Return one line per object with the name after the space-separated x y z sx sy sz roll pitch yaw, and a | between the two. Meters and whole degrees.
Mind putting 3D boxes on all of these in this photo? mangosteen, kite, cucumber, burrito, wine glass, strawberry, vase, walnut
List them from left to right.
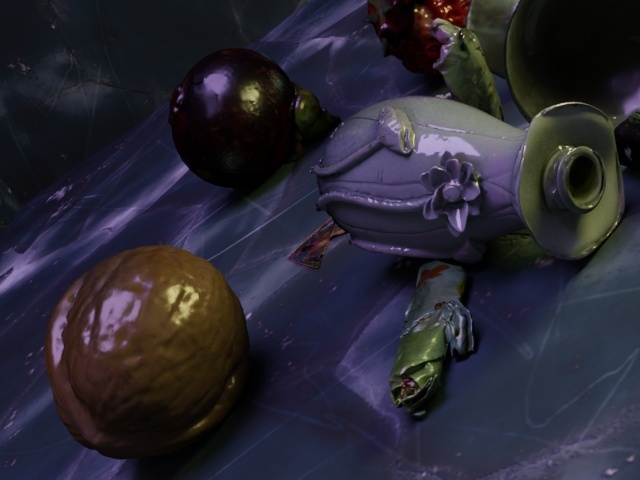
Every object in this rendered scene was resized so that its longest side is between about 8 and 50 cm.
-0.255 0.166 1.617 0.333 0.333 0.333 -33 21 14 | walnut
-0.153 -0.256 2.412 0.306 0.359 0.306 -164 90 -75 | mangosteen
0.000 0.000 1.919 0.159 0.010 0.190 -26 25 30 | kite
0.149 0.108 1.382 0.104 0.054 0.288 -24 23 30 | burrito
0.244 -0.456 2.175 0.292 0.310 0.292 -47 32 43 | strawberry
0.192 -0.085 1.476 0.250 0.250 0.445 -47 26 -21 | vase
0.225 -0.220 1.624 0.066 0.309 0.096 -10 63 18 | burrito
0.354 -0.313 1.652 0.267 0.267 0.406 -36 17 6 | wine glass
0.430 -0.107 1.330 0.074 0.074 0.241 -40 22 -4 | cucumber

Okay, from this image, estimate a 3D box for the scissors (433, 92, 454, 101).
0.189 -0.212 2.042 0.100 0.015 0.189 -3 41 54 | scissors
